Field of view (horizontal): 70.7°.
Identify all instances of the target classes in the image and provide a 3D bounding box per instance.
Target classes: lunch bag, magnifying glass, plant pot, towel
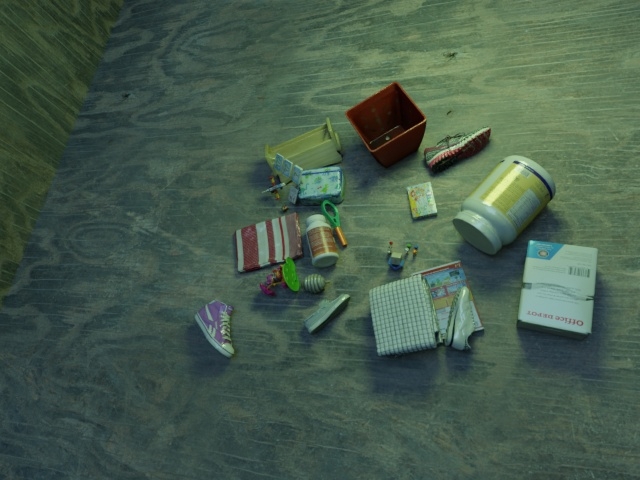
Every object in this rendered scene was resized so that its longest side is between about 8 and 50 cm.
[{"bbox_3d":[0.003,-0.259,2.111,0.219,0.090,0.175,-2,64,17],"label":"lunch bag"},{"bbox_3d":[0.067,-0.079,2.019,0.026,0.092,0.230,-35,68,36],"label":"magnifying glass"},{"bbox_3d":[0.308,-0.488,2.019,0.268,0.235,0.267,-31,61,6],"label":"plant pot"},{"bbox_3d":[-0.248,0.010,2.110,0.329,0.037,0.236,-15,62,13],"label":"towel"},{"bbox_3d":[0.324,0.295,1.723,0.235,0.121,0.283,-18,61,20],"label":"towel"}]

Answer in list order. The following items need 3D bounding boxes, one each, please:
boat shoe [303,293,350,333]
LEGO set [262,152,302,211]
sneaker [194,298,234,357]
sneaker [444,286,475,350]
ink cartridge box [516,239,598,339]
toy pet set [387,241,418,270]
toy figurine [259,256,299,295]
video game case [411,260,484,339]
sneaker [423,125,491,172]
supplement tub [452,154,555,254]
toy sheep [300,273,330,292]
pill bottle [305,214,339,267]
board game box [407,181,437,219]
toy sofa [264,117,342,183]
[{"bbox_3d":[0.020,0.288,1.868,0.227,0.079,0.081,-42,65,2],"label":"boat shoe"},{"bbox_3d":[-0.182,-0.260,2.113,0.182,0.060,0.244,37,128,30],"label":"LEGO set"},{"bbox_3d":[-0.430,0.371,1.980,0.161,0.102,0.282,-41,61,-5],"label":"sneaker"},{"bbox_3d":[0.527,0.287,1.669,0.095,0.090,0.234,14,76,11],"label":"sneaker"},{"bbox_3d":[0.836,0.174,1.602,0.223,0.129,0.307,9,71,22],"label":"ink cartridge box"},{"bbox_3d":[0.334,0.069,1.880,0.122,0.065,0.114,9,36,20],"label":"toy pet set"},{"bbox_3d":[-0.194,0.171,1.987,0.159,0.130,0.173,-23,46,19],"label":"toy figurine"},{"bbox_3d":[0.489,0.235,1.758,0.204,0.025,0.284,-17,63,12],"label":"video game case"},{"bbox_3d":[0.593,-0.418,1.955,0.299,0.121,0.111,-26,59,7],"label":"sneaker"},{"bbox_3d":[0.695,-0.133,1.724,0.331,0.241,0.241,-46,61,-4],"label":"supplement tub"},{"bbox_3d":[-0.022,0.183,1.924,0.132,0.091,0.091,-13,64,13],"label":"toy sheep"},{"bbox_3d":[0.000,0.000,1.978,0.121,0.121,0.216,-19,63,11],"label":"pill bottle"},{"bbox_3d":[0.440,-0.172,1.953,0.104,0.026,0.154,-13,64,13],"label":"board game box"},{"bbox_3d":[-0.081,-0.432,2.200,0.363,0.177,0.150,-21,38,10],"label":"toy sofa"}]
